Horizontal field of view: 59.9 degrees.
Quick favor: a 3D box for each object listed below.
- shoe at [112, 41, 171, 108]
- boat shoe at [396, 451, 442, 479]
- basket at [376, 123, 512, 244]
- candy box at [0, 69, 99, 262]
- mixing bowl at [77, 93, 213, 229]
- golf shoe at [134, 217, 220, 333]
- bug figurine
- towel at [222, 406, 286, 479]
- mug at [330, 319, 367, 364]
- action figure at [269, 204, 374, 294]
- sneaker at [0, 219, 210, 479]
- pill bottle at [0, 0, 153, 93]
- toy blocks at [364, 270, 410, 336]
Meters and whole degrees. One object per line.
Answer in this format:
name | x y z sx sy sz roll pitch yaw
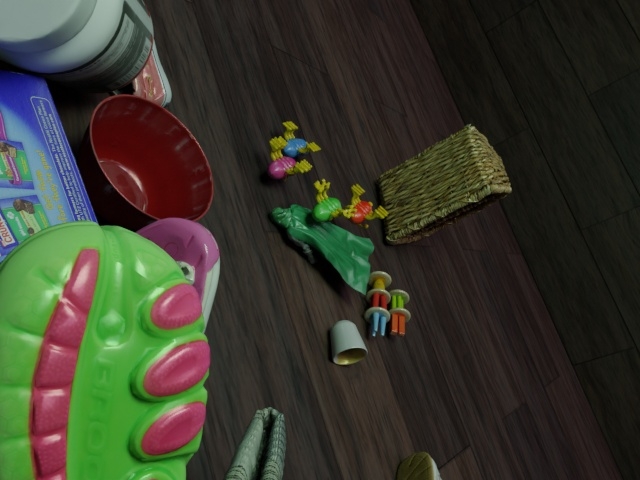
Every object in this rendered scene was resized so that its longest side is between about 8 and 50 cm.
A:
shoe | -0.290 -0.280 0.826 0.178 0.063 0.081 67 25 0
boat shoe | 0.176 0.482 0.890 0.096 0.098 0.277 49 31 -21
basket | 0.317 -0.092 1.377 0.213 0.299 0.223 36 36 -40
candy box | -0.356 -0.014 0.451 0.317 0.122 0.268 -10 77 -60
mixing bowl | -0.237 -0.082 0.711 0.181 0.098 0.181 37 37 -35
golf shoe | -0.169 0.115 0.516 0.115 0.306 0.140 31 11 14
bug figurine | -0.005 -0.113 1.082 0.279 0.072 0.216 45 25 8
towel | -0.073 0.326 0.423 0.324 0.056 0.312 -164 -98 -88
mug | 0.043 0.182 0.985 0.062 0.078 0.064 1 50 -21
action figure | 0.000 0.000 1.047 0.232 0.063 0.137 34 41 -29
sneaker | -0.201 0.228 0.369 0.185 0.202 0.483 21 77 -41
pill bottle | -0.285 -0.256 0.601 0.161 0.161 0.283 56 -1 -11
toy blocks | 0.139 0.153 1.144 0.123 0.054 0.148 44 35 -28
